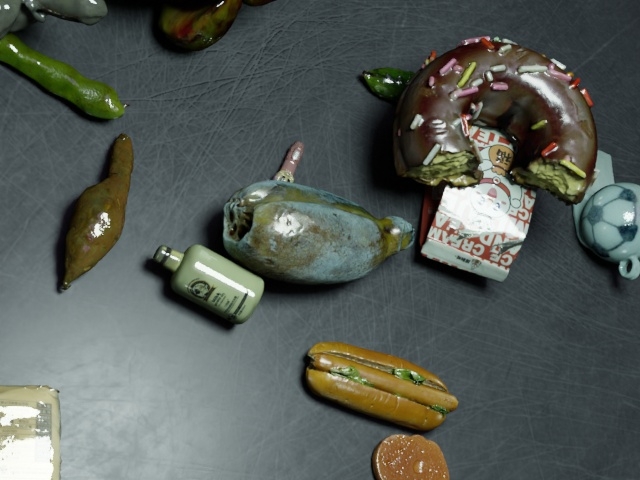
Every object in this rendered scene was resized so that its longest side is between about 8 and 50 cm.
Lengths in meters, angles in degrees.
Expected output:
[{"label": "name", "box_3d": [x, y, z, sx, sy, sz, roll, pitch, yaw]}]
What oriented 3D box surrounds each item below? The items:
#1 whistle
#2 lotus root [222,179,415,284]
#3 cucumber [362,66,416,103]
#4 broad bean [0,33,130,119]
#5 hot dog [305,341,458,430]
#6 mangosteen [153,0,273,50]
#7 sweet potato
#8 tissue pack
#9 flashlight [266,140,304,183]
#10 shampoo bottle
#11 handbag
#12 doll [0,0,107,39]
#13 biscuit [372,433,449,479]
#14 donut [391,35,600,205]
[{"label": "whistle", "box_3d": [0.552, -0.063, 1.829, 0.163, 0.163, 0.289, 8, 65, -25]}, {"label": "lotus root", "box_3d": [0.000, 0.000, 1.510, 0.322, 0.140, 0.158, 10, 23, -34]}, {"label": "cucumber", "box_3d": [0.176, -0.268, 1.774, 0.227, 0.069, 0.069, 13, 63, -19]}, {"label": "broad bean", "box_3d": [-0.402, -0.249, 1.456, 0.256, 0.052, 0.053, 28, 15, -13]}, {"label": "hot dog", "box_3d": [0.094, 0.218, 1.505, 0.249, 0.068, 0.100, 20, 61, -19]}, {"label": "mangosteen", "box_3d": [-0.209, -0.520, 1.510, 0.381, 0.421, 0.381, -4, 54, 6]}, {"label": "sweet potato", "box_3d": [-0.307, -0.052, 1.405, 0.075, 0.075, 0.269, 25, 56, -17]}, {"label": "tissue pack", "box_3d": [-0.424, 0.263, 1.190, 0.222, 0.090, 0.186, 7, 63, -28]}, {"label": "flashlight", "box_3d": [-0.051, -0.117, 1.598, 0.052, 0.031, 0.110, 31, 57, -13]}, {"label": "shampoo bottle", "box_3d": [-0.166, 0.054, 1.430, 0.162, 0.079, 0.079, 30, 57, -15]}, {"label": "handbag", "box_3d": [0.265, -0.079, 1.695, 0.171, 0.151, 0.298, 24, 67, -11]}, {"label": "doll", "box_3d": [-0.458, -0.455, 1.319, 0.252, 0.378, 0.382, -29, 71, -24]}, {"label": "biscuit", "box_3d": [0.137, 0.344, 1.501, 0.130, 0.019, 0.102, 13, 62, -23]}, {"label": "donut", "box_3d": [0.293, -0.201, 1.592, 0.345, 0.136, 0.259, 11, 73, -11]}]
